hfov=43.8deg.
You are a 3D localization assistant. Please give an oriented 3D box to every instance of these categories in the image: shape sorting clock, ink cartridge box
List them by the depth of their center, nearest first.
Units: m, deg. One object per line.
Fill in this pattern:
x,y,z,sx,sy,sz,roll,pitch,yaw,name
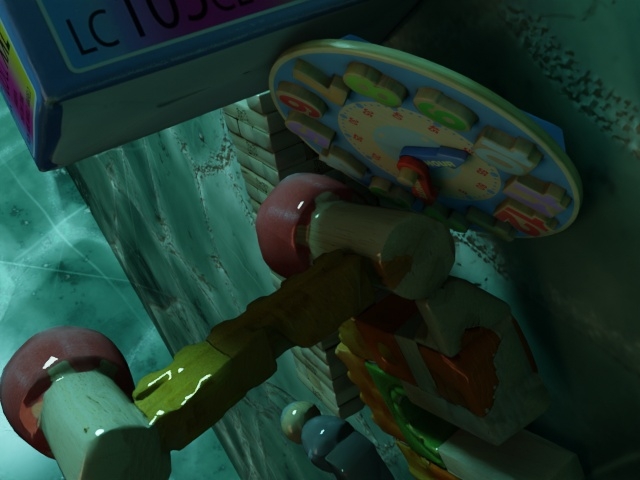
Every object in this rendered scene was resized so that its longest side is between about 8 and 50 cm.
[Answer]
0.059,-0.054,0.493,0.206,0.040,0.206,22,166,6,shape sorting clock
-0.132,-0.278,0.495,0.395,0.270,0.151,63,155,2,ink cartridge box

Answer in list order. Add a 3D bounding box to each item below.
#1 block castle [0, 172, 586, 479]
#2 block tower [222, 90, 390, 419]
0.009,0.199,0.607,0.213,0.303,0.453,16,137,60,block castle
0.000,0.000,0.744,0.097,0.091,0.335,33,142,52,block tower
